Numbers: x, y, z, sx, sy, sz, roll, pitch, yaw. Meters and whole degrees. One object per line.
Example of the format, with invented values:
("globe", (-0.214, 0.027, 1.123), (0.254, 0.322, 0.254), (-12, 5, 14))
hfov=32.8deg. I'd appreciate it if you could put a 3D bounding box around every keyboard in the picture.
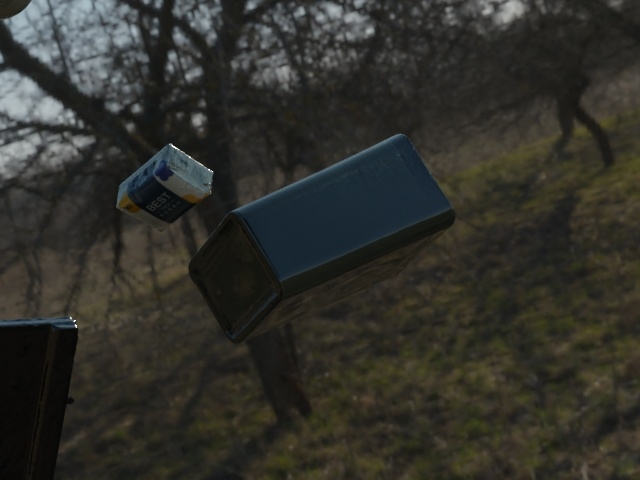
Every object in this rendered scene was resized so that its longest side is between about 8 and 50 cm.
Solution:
("keyboard", (-0.235, 0.204, 0.772), (0.018, 0.309, 0.101), (20, 12, 42))

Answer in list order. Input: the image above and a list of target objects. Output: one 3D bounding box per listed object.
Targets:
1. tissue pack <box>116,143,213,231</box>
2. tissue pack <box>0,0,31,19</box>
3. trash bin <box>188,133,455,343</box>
("tissue pack", (-0.157, -0.051, 1.094), (0.083, 0.042, 0.062), (-33, -49, 33))
("tissue pack", (-0.480, -0.411, 1.323), (0.333, 0.229, 0.236), (24, -5, 11))
("trash bin", (0.000, 0.000, 1.170), (0.241, 0.122, 0.164), (-24, -13, -37))
